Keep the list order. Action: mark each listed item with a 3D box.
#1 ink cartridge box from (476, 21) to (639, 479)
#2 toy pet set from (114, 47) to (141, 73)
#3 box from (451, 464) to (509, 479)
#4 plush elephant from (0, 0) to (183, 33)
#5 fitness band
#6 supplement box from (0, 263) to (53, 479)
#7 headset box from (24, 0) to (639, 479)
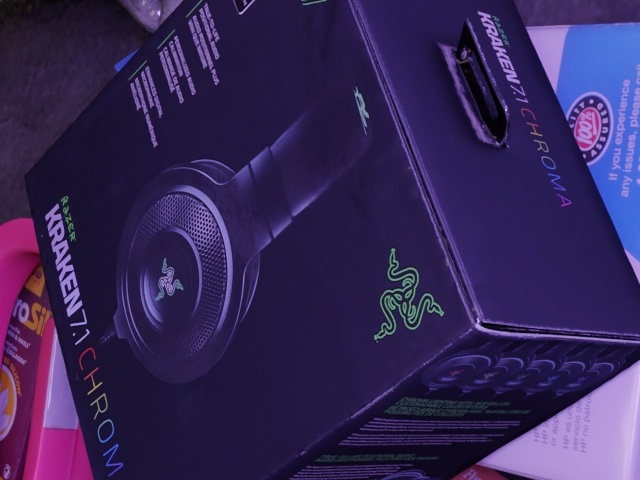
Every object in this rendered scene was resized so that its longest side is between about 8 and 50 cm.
[{"bbox_3d":[0.096,0.004,0.826,0.307,0.129,0.223,7,90,49],"label":"ink cartridge box"},{"bbox_3d":[-0.094,-0.106,1.081,0.114,0.065,0.122,42,114,43],"label":"toy pet set"},{"bbox_3d":[0.068,0.218,0.783,0.130,0.170,0.091,29,148,49],"label":"box"},{"bbox_3d":[-0.223,-0.248,1.055,0.255,0.272,0.330,-23,38,7],"label":"plush elephant"},{"bbox_3d":[-0.222,0.127,1.091,0.209,0.054,0.291,3,83,56],"label":"fitness band"},{"bbox_3d":[-0.218,0.101,1.203,0.104,0.081,0.188,26,104,47],"label":"supplement box"},{"bbox_3d":[0.000,0.000,0.737,0.283,0.131,0.246,-39,57,37],"label":"headset box"}]
